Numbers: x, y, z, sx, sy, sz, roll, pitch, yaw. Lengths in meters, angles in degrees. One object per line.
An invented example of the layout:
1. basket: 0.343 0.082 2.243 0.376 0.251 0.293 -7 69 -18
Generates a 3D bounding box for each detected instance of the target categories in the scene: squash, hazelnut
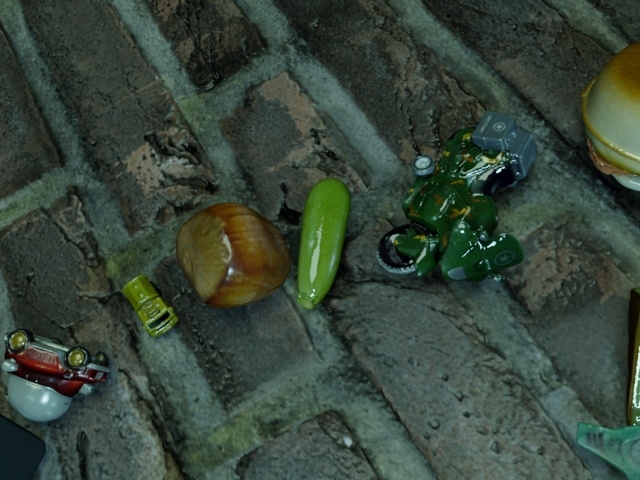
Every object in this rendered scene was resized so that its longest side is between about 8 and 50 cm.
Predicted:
1. squash: 0.000 0.000 1.130 0.066 0.066 0.201 4 63 16
2. hazelnut: -0.118 0.022 1.115 0.150 0.150 0.150 -6 58 10

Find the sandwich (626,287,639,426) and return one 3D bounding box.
1. sandwich: 0.406 0.143 0.969 0.079 0.113 0.163 4 95 15

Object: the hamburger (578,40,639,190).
1. hamburger: 0.455 -0.169 1.076 0.237 0.147 0.236 -1 51 1

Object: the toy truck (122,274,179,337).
1. toy truck: -0.236 0.092 1.134 0.049 0.054 0.083 -36 58 -10

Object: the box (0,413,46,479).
1. box: -0.438 0.318 0.979 0.050 0.160 0.230 11 62 27

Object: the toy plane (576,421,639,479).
1. toy plane: 0.293 0.366 0.812 0.155 0.106 0.381 8 66 32

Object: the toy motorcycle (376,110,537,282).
1. toy motorcycle: 0.204 -0.052 1.080 0.187 0.124 0.274 18 64 33

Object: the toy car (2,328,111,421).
1. toy car: -0.362 0.186 1.086 0.139 0.112 0.112 15 78 11
